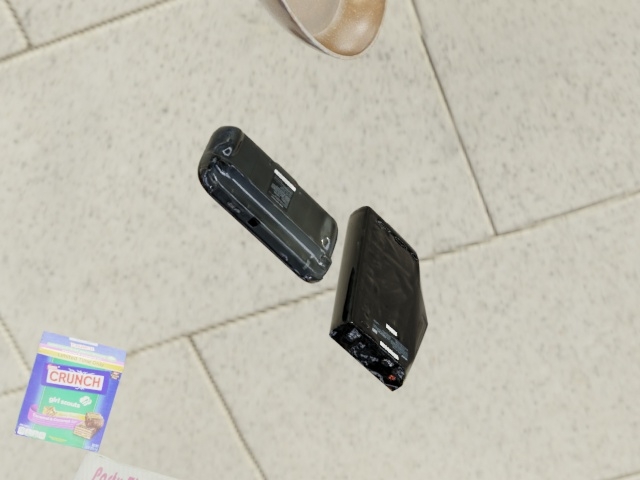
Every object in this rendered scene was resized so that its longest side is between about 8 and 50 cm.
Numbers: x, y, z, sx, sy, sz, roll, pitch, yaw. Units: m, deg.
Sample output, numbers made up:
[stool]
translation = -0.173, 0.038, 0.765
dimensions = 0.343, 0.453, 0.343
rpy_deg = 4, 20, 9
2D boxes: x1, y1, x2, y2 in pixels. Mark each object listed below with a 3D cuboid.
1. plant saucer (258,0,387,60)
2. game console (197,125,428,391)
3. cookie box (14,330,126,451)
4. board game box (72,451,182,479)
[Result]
[plant saucer]
translation = -0.021, -0.313, 1.226
dimensions = 0.050, 0.311, 0.311
rpy_deg = -9, 121, 25
[game console]
translation = 0.000, 0.000, 1.553
dimensions = 0.044, 0.213, 0.361
rpy_deg = -32, 118, 29
[cookie box]
translation = -0.260, 0.158, 1.402
dimensions = 0.091, 0.040, 0.107
rpy_deg = 15, 109, -12
[board game box]
translation = -0.085, 0.257, 0.569
dimensions = 0.097, 0.224, 0.303
rpy_deg = 33, 73, -30
